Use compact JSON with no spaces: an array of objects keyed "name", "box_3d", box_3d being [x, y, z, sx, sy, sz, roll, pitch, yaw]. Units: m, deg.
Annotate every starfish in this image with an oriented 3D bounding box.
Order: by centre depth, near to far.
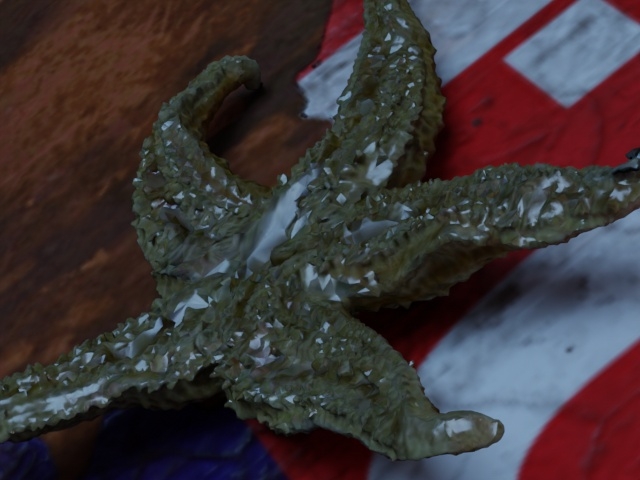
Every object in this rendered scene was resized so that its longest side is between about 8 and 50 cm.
[{"name":"starfish","box_3d":[0.002,0.003,0.735,0.299,0.060,0.302,-45,35,-21]}]
